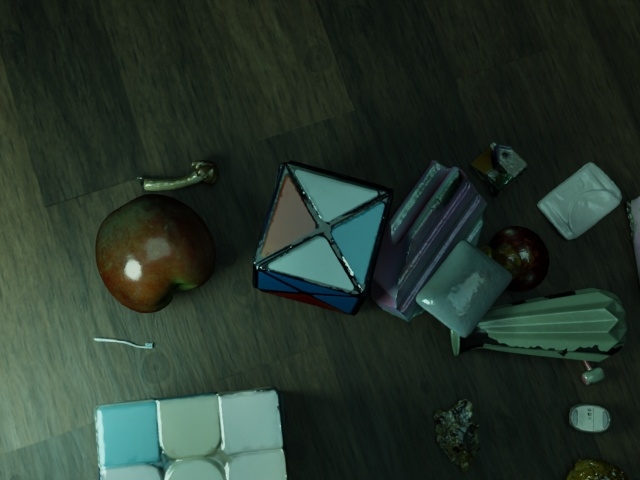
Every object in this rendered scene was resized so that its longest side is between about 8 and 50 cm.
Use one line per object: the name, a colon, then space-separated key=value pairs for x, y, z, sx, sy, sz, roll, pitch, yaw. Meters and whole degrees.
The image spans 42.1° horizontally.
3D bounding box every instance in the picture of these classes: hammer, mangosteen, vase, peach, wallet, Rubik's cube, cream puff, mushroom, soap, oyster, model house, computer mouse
hammer: x=0.600 y=0.280 z=1.863 sx=0.053 sy=0.031 sz=0.083 roll=-19 pitch=74 yaw=-10
mangosteen: x=0.416 y=0.056 z=1.832 sx=0.181 sy=0.156 sz=0.146 roll=-34 pitch=65 yaw=-25
vase: x=0.471 y=0.190 z=1.818 sx=0.361 sy=0.165 sz=0.165 roll=-3 pitch=79 yaw=1
peach: x=-0.355 y=0.022 z=1.771 sx=0.253 sy=0.252 sz=0.252 roll=0 pitch=79 yaw=-2
wallet: x=0.608 y=-0.092 z=1.936 sx=0.183 sy=0.032 sz=0.124 roll=-36 pitch=80 yaw=-8
Rubik's cube: x=0.000 y=0.001 z=1.782 sx=0.247 sy=0.248 sz=0.249 roll=15 pitch=77 yaw=0
cream puff: x=0.600 y=0.534 z=1.773 sx=0.144 sy=0.103 sz=0.126 roll=27 pitch=78 yaw=-3
mushroom: x=-0.325 y=-0.143 z=1.893 sx=0.187 sy=0.061 sz=0.060 roll=-12 pitch=85 yaw=-1
soap: x=0.230 y=0.010 z=1.818 sx=0.193 sy=0.109 sz=0.323 roll=43 pitch=77 yaw=-38
Rubik's cube: x=-0.230 y=0.474 z=1.628 sx=0.347 sy=0.344 sz=0.346 roll=-4 pitch=78 yaw=-2
oyster: x=0.304 y=0.429 z=1.808 sx=0.103 sy=0.051 sz=0.148 roll=-20 pitch=90 yaw=1
model house: x=0.407 y=-0.171 z=1.907 sx=0.088 sy=0.100 sz=0.100 roll=-38 pitch=81 yaw=-7
computer mouse: x=0.596 y=0.393 z=1.834 sx=0.096 sy=0.039 sz=0.065 roll=4 pitch=78 yaw=6

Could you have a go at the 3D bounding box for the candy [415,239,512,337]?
candy: x=0.303 y=0.100 z=1.751 sx=0.138 sy=0.071 sz=0.174 roll=38 pitch=83 yaw=11

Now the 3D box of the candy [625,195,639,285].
candy: x=0.782 y=0.014 z=1.859 sx=0.116 sy=0.155 sz=0.264 roll=-3 pitch=79 yaw=-6

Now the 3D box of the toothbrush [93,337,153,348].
toothbrush: x=-0.436 y=0.226 z=1.835 sx=0.132 sy=0.011 sz=0.013 roll=7 pitch=91 yaw=-1
